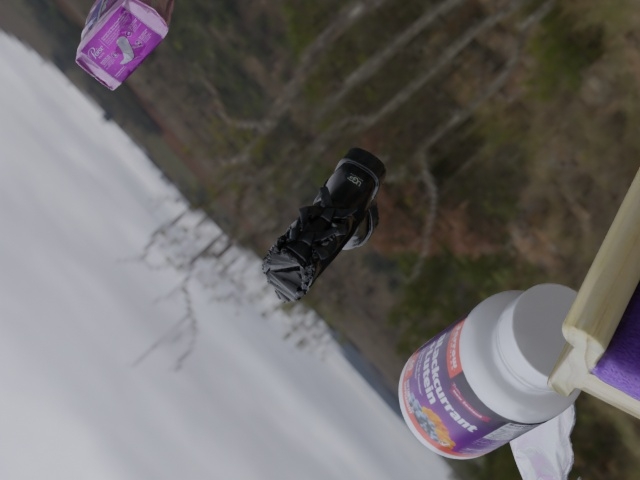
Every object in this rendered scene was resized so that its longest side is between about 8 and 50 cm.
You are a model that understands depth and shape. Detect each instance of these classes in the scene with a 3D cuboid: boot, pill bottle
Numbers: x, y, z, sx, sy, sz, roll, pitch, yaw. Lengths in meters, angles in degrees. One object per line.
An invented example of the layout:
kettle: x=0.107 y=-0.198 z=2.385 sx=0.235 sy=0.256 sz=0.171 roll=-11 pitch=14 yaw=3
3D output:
boot: x=0.000 y=0.000 z=1.002 sx=0.045 sy=0.099 sz=0.121 roll=32 pitch=154 yaw=8
pill bottle: x=0.146 y=0.103 z=1.200 sx=0.108 sy=0.108 sz=0.193 roll=47 pitch=150 yaw=3

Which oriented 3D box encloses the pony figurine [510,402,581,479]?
pony figurine: x=0.234 y=0.272 z=1.286 sx=0.363 sy=0.351 sz=0.303 roll=11 pitch=-144 yaw=-1

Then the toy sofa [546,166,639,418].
toy sofa: x=0.322 y=0.078 z=0.825 sx=0.362 sy=0.150 sz=0.177 roll=27 pitch=162 yaw=7

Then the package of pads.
package of pads: x=-0.104 y=-0.120 z=0.807 sx=0.032 sy=0.050 sz=0.083 roll=39 pitch=-161 yaw=-19
